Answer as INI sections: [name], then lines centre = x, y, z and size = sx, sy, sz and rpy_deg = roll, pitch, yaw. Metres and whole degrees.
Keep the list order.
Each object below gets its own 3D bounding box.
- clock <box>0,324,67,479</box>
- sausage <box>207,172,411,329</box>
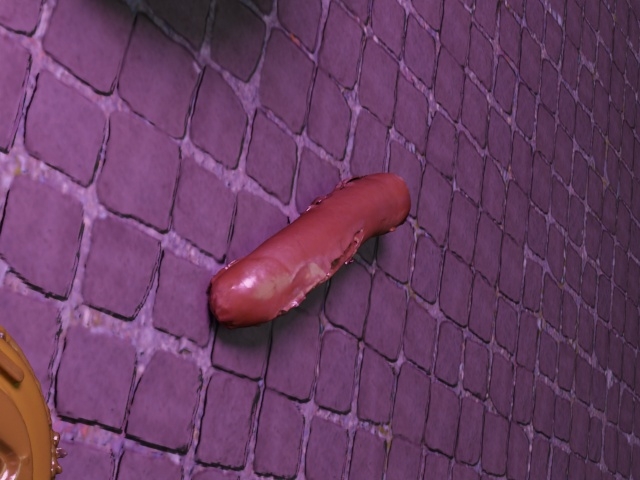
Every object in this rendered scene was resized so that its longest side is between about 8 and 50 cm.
[clock]
centre = -0.237, 0.143, 0.610
size = 0.237, 0.057, 0.237
rpy_deg = 9, 80, -58
[sausage]
centre = 0.000, 0.001, 0.975
size = 0.304, 0.078, 0.078
rpy_deg = -37, 118, -53
